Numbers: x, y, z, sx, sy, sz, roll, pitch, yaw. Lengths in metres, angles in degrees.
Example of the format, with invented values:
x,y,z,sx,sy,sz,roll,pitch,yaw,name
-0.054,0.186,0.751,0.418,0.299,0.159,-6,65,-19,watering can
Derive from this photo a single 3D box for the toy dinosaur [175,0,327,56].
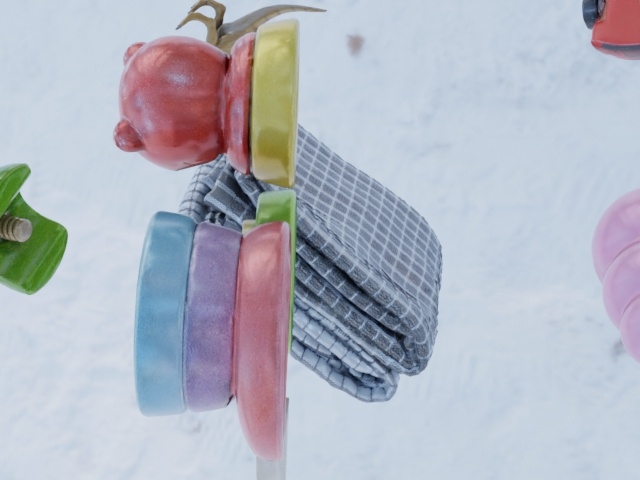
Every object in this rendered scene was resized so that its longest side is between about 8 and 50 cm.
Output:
x,y,z,sx,sy,sz,roll,pitch,yaw,name
-0.107,-0.244,1.494,0.211,0.112,0.064,-44,15,11,toy dinosaur

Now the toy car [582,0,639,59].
x,y,z,sx,sy,sz,roll,pitch,yaw,name
0.225,-0.224,0.743,0.225,0.053,0.239,-29,53,9,toy car

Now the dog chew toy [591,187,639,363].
x,y,z,sx,sy,sz,roll,pitch,yaw,name
0.511,0.066,1.864,0.207,0.206,0.332,-29,28,30,dog chew toy

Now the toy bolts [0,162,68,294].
x,y,z,sx,sy,sz,roll,pitch,yaw,name
-0.323,-0.022,0.881,0.158,0.228,0.218,8,48,25,toy bolts

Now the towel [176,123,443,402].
x,y,z,sx,sy,sz,roll,pitch,yaw,name
0.000,0.000,1.256,0.121,0.284,0.235,-43,14,26,towel

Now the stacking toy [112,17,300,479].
x,y,z,sx,sy,sz,roll,pitch,yaw,name
-0.084,0.023,0.891,0.130,0.279,0.309,2,51,0,stacking toy
